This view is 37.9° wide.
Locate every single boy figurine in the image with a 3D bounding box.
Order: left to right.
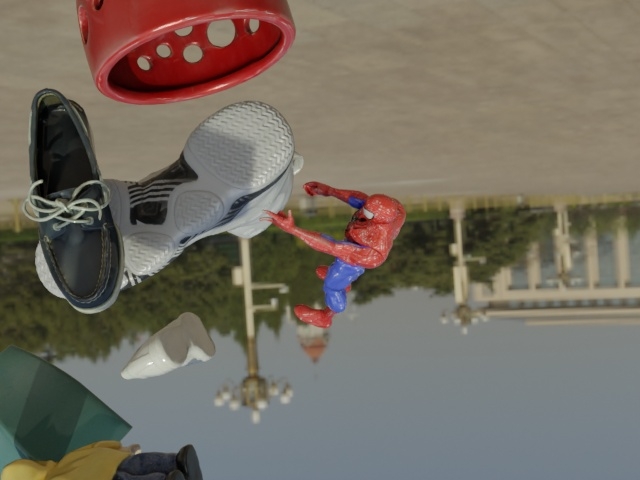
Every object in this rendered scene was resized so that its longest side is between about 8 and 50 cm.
[{"bbox_3d":[-0.316,0.345,1.292,0.285,0.092,0.177,-7,-156,12],"label":"boy figurine"}]

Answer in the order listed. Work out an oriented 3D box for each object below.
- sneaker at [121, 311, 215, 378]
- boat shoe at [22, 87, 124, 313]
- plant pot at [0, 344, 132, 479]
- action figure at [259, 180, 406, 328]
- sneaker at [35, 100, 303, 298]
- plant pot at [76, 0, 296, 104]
[{"bbox_3d":[-0.230,0.165,1.391,0.094,0.080,0.212,-30,173,13],"label":"sneaker"},{"bbox_3d":[-0.275,-0.047,1.029,0.095,0.254,0.079,-9,163,-1],"label":"boat shoe"},{"bbox_3d":[-0.463,0.296,1.487,0.166,0.234,0.165,-43,-177,43],"label":"plant pot"},{"bbox_3d":[0.000,0.000,0.985,0.139,0.091,0.280,29,154,-4],"label":"action figure"},{"bbox_3d":[-0.178,-0.033,1.212,0.366,0.137,0.210,-33,168,5],"label":"sneaker"},{"bbox_3d":[-0.135,-0.240,0.862,0.191,0.174,0.191,-16,173,-2],"label":"plant pot"}]
